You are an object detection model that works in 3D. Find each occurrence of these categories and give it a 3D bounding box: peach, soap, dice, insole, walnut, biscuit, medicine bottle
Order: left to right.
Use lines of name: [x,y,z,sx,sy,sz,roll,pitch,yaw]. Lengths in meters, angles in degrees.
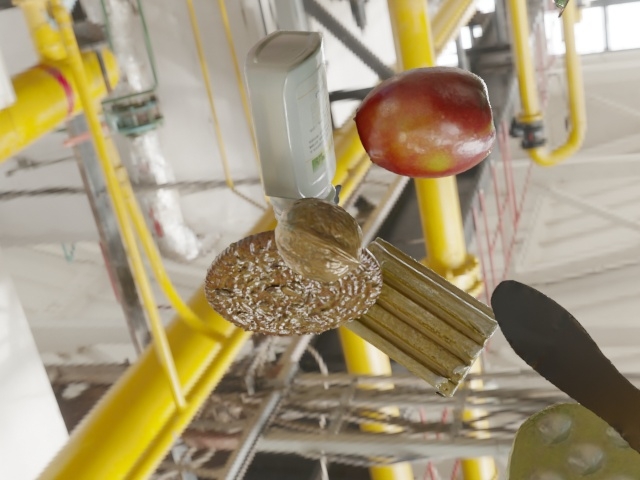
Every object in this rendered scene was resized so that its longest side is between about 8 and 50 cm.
biscuit: [-0.044,0.080,1.639,0.305,0.305,0.038,-9,-126,7]
medicine bottle: [-0.044,-0.180,1.685,0.124,0.324,0.179,5,-142,19]
walnut: [0.000,0.000,1.256,0.124,0.105,0.105,25,-140,27]
soap: [0.168,0.137,1.790,0.274,0.173,0.089,34,-160,11]
peach: [0.171,-0.193,1.634,0.226,0.190,0.196,-9,-156,8]
insole: [0.269,0.135,0.996,0.253,0.086,0.005,43,-137,12]
dice: [0.402,0.389,1.426,0.233,0.238,0.227,-2,-135,26]

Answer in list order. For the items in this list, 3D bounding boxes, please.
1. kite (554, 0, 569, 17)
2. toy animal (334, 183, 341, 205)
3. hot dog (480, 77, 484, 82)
kite: [0.280,-0.405,1.086,0.267,0.323,0.013,-35,-136,-18]
toy animal: [-0.048,0.058,2.253,0.081,0.367,0.205,29,-151,34]
hot dog: [0.331,-0.356,2.247,0.083,0.035,0.058,21,-123,26]
